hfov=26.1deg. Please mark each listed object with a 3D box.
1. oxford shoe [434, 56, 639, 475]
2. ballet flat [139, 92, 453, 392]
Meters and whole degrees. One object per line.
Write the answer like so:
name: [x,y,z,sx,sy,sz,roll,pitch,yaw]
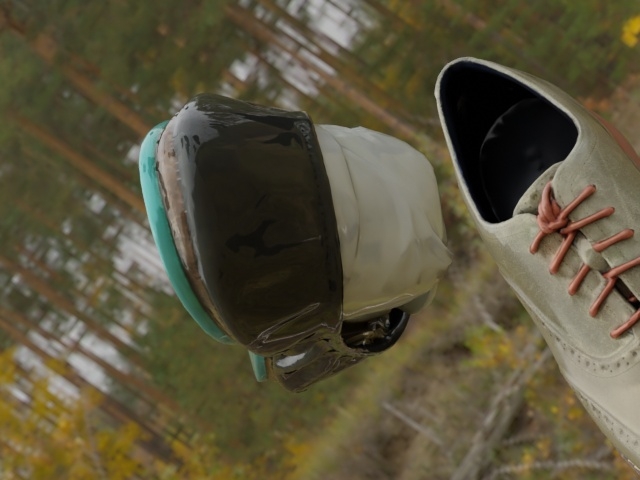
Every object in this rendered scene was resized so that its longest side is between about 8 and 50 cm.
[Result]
oxford shoe: [0.153,0.026,0.732,0.123,0.130,0.348,-47,43,13]
ballet flat: [0.000,0.000,0.547,0.096,0.095,0.280,-13,-11,1]
